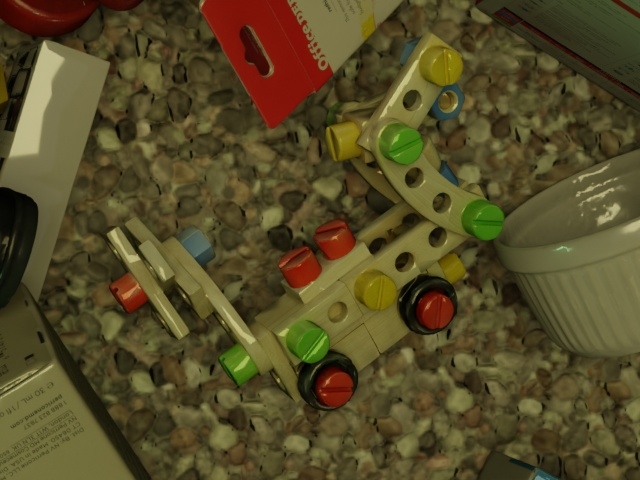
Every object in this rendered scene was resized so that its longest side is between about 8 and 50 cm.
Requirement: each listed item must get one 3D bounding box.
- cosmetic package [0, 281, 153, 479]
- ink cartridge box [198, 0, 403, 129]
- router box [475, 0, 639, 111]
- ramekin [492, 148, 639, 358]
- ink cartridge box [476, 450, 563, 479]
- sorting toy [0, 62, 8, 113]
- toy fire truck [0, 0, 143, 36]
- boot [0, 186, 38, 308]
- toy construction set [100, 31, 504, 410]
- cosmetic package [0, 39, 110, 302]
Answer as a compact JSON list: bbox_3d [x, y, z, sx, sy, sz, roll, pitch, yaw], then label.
[{"bbox_3d":[-0.177,0.201,1.245,0.113,0.160,0.309,-31,115,-6],"label":"cosmetic package"},{"bbox_3d":[-0.012,-0.211,1.308,0.231,0.078,0.134,-47,130,-21],"label":"ink cartridge box"},{"bbox_3d":[0.308,-0.145,1.297,0.335,0.301,0.082,31,86,-7],"label":"router box"},{"bbox_3d":[0.250,0.008,1.340,0.207,0.207,0.109,-26,102,-8],"label":"ramekin"},{"bbox_3d":[0.219,0.249,1.361,0.190,0.139,0.082,29,84,-7],"label":"ink cartridge box"},{"bbox_3d":[-0.364,-0.180,1.269,0.307,0.041,0.229,30,50,-6],"label":"sorting toy"},{"bbox_3d":[-0.193,-0.326,1.315,0.302,0.169,0.254,45,58,-4],"label":"toy fire truck"},{"bbox_3d":[-0.338,-0.018,1.202,0.207,0.246,0.094,19,82,-33],"label":"boot"},{"bbox_3d":[0.000,0.000,1.327,0.327,0.151,0.215,-29,118,0],"label":"toy construction set"},{"bbox_3d":[-0.235,-0.033,1.316,0.060,0.099,0.239,18,86,-19],"label":"cosmetic package"}]
